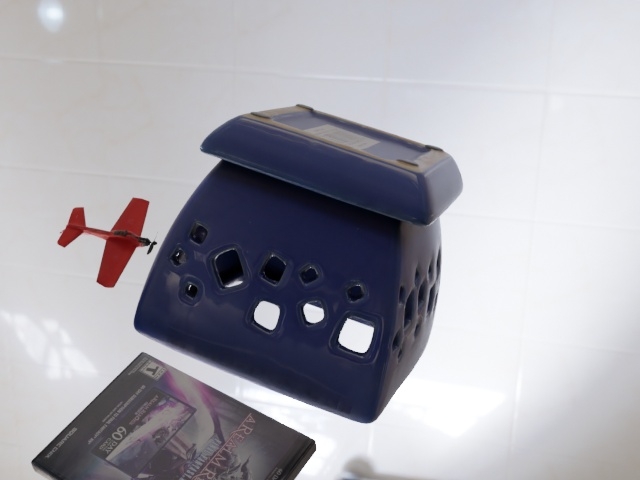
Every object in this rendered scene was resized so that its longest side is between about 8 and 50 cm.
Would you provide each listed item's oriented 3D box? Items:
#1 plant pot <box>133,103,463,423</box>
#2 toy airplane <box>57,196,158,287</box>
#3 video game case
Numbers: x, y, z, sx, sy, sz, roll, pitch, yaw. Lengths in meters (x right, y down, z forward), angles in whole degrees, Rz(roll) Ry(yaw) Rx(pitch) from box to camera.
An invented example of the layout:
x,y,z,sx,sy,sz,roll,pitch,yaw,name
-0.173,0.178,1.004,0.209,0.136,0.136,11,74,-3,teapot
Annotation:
x,y,z,sx,sy,sz,roll,pitch,yaw,name
0.000,0.000,0.791,0.236,0.236,0.212,-32,-39,-69,plant pot
-0.296,-0.009,1.183,0.028,0.151,0.151,81,-159,-56,toy airplane
-0.171,0.250,0.995,0.196,0.274,0.026,-47,-36,-36,video game case
